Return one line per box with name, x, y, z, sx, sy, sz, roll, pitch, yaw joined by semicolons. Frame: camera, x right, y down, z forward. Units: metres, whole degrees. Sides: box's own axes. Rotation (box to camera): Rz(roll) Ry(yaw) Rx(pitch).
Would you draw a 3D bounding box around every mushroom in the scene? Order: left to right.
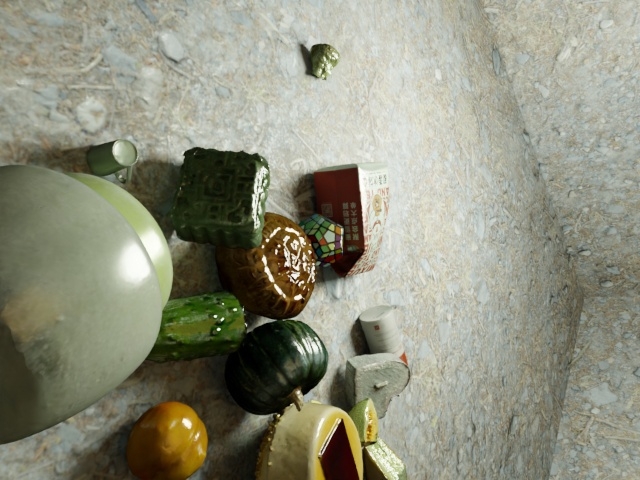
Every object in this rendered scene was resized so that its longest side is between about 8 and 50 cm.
mushroom;-0.106;0.055;1.073;0.253;0.153;0.252;25;57;-46

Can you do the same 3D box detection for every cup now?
cup;-0.355;-0.134;0.855;0.055;0.083;0.074;-17;100;-49

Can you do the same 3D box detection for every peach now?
peach;-0.268;0.358;0.864;0.138;0.138;0.138;7;80;-48

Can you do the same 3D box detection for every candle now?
candle;0.136;0.374;1.315;0.168;0.068;0.192;44;83;-22

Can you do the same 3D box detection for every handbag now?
handbag;0.096;-0.053;1.310;0.171;0.151;0.297;-16;102;-54

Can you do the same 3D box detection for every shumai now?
shumai;0.004;-0.467;1.312;0.083;0.082;0.080;25;66;-21

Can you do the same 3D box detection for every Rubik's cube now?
Rubik's cube;0.000;0.000;1.208;0.112;0.133;0.133;-32;110;-50

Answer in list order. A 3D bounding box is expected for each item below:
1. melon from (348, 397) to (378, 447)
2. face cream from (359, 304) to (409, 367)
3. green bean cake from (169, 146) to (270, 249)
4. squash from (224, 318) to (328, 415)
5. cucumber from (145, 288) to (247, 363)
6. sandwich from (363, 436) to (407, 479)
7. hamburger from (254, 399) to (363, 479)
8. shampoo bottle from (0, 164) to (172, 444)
melon;0.095;0.457;1.238;0.160;0.079;0.128;50;44;-61
face cream;0.184;0.300;1.406;0.096;0.096;0.214;-32;110;-46
green bean cake;-0.190;-0.084;0.959;0.094;0.173;0.181;94;5;-71
squash;-0.088;0.260;1.024;0.218;0.172;0.218;-22;127;-32
cucumber;-0.265;0.162;0.905;0.245;0.134;0.134;-2;87;-39
sandwich;0.185;0.683;1.370;0.094;0.096;0.257;-16;100;-54
hamburger;-0.029;0.491;1.060;0.302;0.171;0.301;32;53;-56
shampoo bottle;-0.370;0.071;0.626;0.317;0.323;0.322;-53;127;-64
